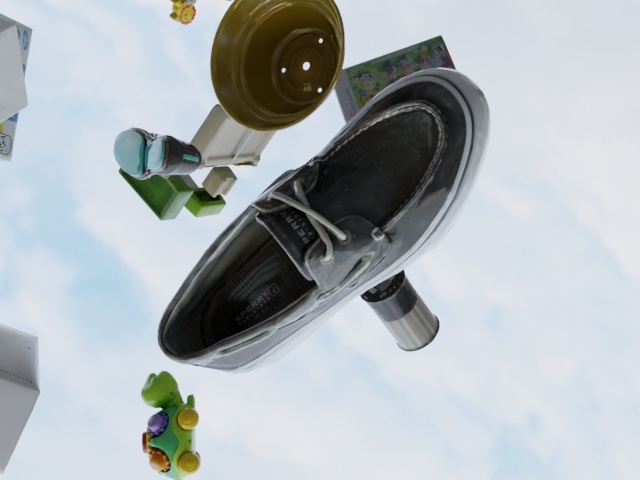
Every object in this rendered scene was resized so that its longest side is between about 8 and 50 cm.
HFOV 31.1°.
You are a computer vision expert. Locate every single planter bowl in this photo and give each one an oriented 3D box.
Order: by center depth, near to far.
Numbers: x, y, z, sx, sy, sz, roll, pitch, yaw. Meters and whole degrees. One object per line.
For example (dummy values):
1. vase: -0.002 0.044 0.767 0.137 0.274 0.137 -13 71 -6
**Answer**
1. planter bowl: -0.039 -0.249 1.587 0.217 0.217 0.090 50 -160 25

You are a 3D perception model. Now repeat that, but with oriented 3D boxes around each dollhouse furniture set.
1. dollhouse furniture set: -0.228 -0.200 2.298 0.151 0.301 0.197 50 -148 20

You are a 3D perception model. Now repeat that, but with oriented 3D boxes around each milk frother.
1. milk frother: 0.149 0.083 1.914 0.135 0.143 0.129 53 -177 -35

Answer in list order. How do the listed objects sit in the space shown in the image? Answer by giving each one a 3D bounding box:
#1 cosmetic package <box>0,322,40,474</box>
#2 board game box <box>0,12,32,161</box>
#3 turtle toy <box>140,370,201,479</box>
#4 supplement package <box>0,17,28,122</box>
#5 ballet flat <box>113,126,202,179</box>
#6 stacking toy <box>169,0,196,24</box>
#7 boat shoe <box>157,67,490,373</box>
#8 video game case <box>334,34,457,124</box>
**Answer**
1. cosmetic package: -0.517 0.187 1.592 0.224 0.138 0.225 23 -171 -19
2. board game box: -0.641 -0.290 1.971 0.079 0.254 0.336 6 175 22
3. turtle toy: -0.171 0.213 1.313 0.066 0.095 0.130 -2 -98 -6
4. supplement package: -0.537 -0.248 1.553 0.244 0.134 0.139 26 -134 23
5. ballet flat: -0.298 -0.153 2.139 0.096 0.095 0.280 7 -173 -29
6. stacking toy: -0.270 -0.499 1.959 0.052 0.221 0.167 -24 -132 -37
7. boat shoe: 0.000 0.000 0.912 0.121 0.335 0.119 49 -157 17
8. video game case: 0.139 -0.248 1.990 0.212 0.023 0.193 -19 -122 3
